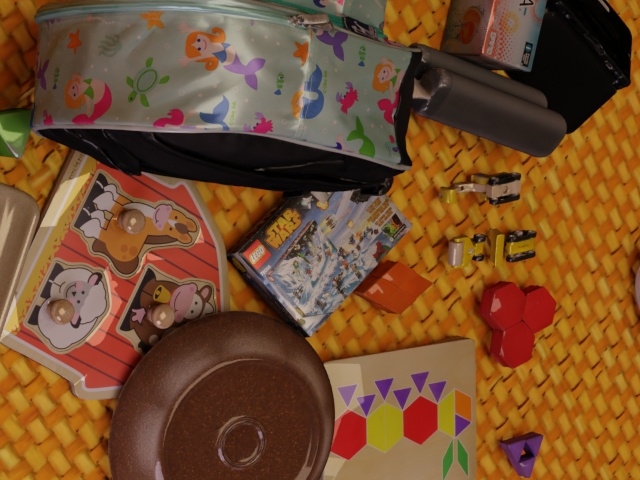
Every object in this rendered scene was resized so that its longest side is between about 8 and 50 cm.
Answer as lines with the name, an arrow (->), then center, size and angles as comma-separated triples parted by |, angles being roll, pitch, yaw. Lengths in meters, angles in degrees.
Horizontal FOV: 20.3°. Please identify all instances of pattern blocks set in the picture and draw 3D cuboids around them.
pattern blocks set -> 0.068, 0.160, 1.546 | 0.325, 0.026, 0.285 | 3, 94, -37

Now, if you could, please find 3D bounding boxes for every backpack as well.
backpack -> -0.075, -0.124, 1.279 | 0.253, 0.225, 0.191 | -1, 93, -40

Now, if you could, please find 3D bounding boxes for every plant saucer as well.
plant saucer -> -0.068, 0.155, 1.405 | 0.199, 0.036, 0.198 | -6, 103, -29

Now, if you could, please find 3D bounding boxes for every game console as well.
game console -> 0.223, -0.179, 1.629 | 0.122, 0.071, 0.107 | 43, 41, -33

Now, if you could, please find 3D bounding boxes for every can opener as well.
can opener -> 0.085, -0.120, 1.509 | 0.280, 0.074, 0.093 | 11, 124, -36

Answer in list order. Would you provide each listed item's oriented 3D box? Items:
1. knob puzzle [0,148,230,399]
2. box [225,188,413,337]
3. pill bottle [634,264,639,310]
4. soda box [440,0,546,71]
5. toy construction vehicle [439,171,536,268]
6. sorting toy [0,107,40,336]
knob puzzle -> -0.139, 0.035, 1.375 | 0.213, 0.030, 0.213 | -5, 99, -36
box -> 0.000, 0.000, 1.461 | 0.137, 0.027, 0.094 | -46, 105, -23
pill bottle -> 0.399, 0.030, 1.729 | 0.184, 0.103, 0.103 | -22, 109, -32
soda box -> 0.162, -0.241, 1.546 | 0.063, 0.058, 0.183 | 15, 87, -36
toy construction vehicle -> 0.145, -0.018, 1.582 | 0.098, 0.035, 0.086 | -15, 115, -32
sorting toy -> -0.299, 0.028, 1.242 | 0.196, 0.047, 0.347 | 21, 83, -36
